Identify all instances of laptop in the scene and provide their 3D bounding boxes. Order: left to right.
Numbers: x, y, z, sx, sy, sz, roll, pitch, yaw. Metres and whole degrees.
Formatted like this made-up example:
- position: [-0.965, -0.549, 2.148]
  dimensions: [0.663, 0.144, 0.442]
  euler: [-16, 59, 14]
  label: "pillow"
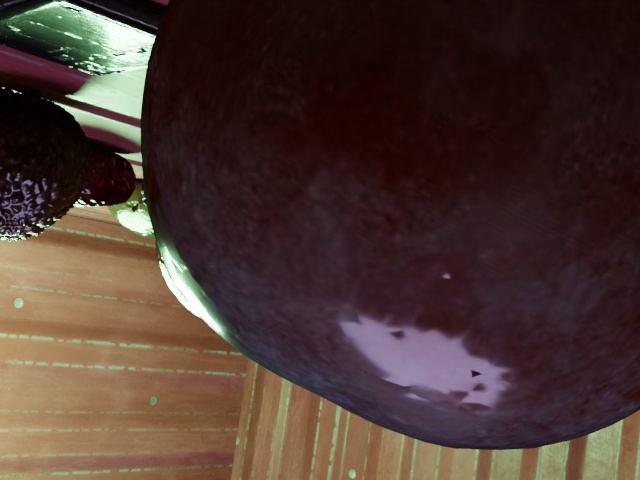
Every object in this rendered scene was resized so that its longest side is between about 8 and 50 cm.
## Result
- position: [-0.205, -0.177, 0.778]
  dimensions: [0.154, 0.026, 0.207]
  euler: [11, 175, -42]
  label: "laptop"

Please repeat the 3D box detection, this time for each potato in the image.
- position: [-0.354, -0.064, 1.995]
  dimensions: [0.239, 0.115, 0.299]
  euler: [18, 169, -41]
  label: "potato"

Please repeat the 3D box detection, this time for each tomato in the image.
- position: [0.068, -0.046, 0.468]
  dimensions: [0.317, 0.282, 0.316]
  euler: [20, 178, 1]
  label: "tomato"

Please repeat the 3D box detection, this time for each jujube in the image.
- position: [-0.377, -0.103, 1.510]
  dimensions: [0.112, 0.109, 0.176]
  euler: [42, -169, 20]
  label: "jujube"

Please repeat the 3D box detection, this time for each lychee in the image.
- position: [-0.373, -0.100, 1.120]
  dimensions: [0.195, 0.194, 0.194]
  euler: [8, 176, 1]
  label: "lychee"

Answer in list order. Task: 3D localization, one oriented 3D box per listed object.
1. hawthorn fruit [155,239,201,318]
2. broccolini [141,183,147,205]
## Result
- position: [-0.118, 0.009, 1.541]
  dimensions: [0.287, 0.287, 0.330]
  euler: [8, -176, 5]
  label: "hawthorn fruit"
- position: [-0.162, -0.071, 1.714]
  dimensions: [0.392, 0.073, 0.079]
  euler: [8, -177, 23]
  label: "broccolini"
